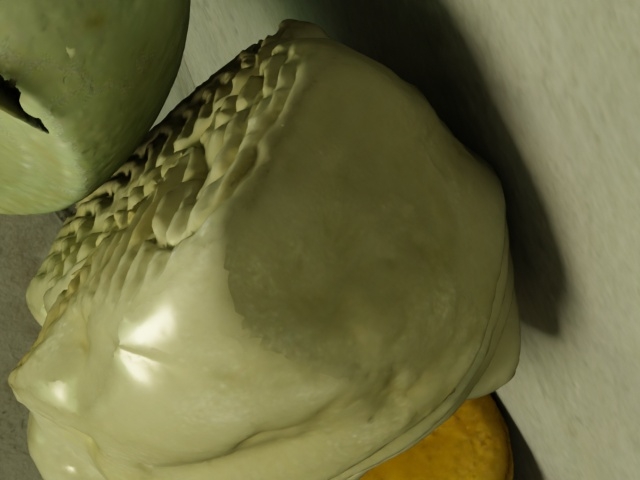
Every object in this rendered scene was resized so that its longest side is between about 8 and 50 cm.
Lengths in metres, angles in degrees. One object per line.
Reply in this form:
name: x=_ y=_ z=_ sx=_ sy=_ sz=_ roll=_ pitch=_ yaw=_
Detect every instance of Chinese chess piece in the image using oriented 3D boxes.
Chinese chess piece: x=-0.240 y=-0.140 z=0.817 sx=0.349 sy=0.146 sz=0.349 roll=20 pitch=163 yaw=7

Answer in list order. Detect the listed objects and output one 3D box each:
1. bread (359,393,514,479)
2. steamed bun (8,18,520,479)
bread: x=-0.006 y=0.134 z=0.997 sx=0.270 sy=0.195 sz=0.142 roll=28 pitch=149 yaw=11
steamed bun: x=-0.024 y=0.036 z=0.828 sx=0.203 sy=0.276 sz=0.289 roll=41 pitch=144 yaw=-14
